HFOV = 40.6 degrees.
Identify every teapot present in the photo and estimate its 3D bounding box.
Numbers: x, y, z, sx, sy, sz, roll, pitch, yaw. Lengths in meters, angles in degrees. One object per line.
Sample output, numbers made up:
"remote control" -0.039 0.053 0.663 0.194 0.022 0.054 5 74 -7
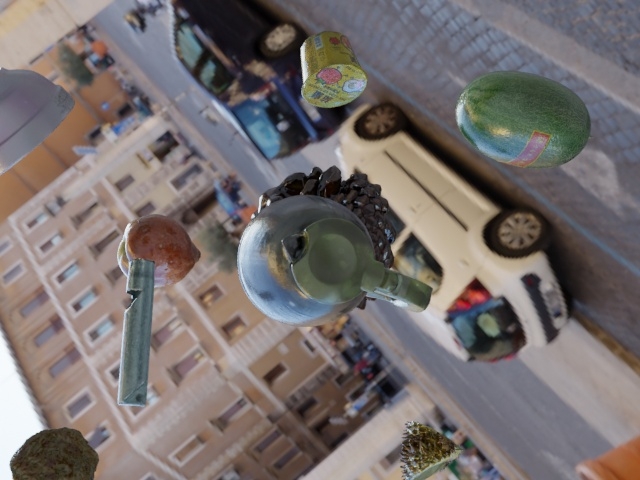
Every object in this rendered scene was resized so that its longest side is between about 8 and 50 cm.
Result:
"teapot" 0.020 0.067 1.511 0.321 0.239 0.239 49 168 -11

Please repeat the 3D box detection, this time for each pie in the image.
"pie" -0.586 0.495 1.910 0.079 0.194 0.163 -42 57 51

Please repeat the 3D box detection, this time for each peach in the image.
"peach" -0.450 0.030 2.437 0.232 0.232 0.232 50 175 6

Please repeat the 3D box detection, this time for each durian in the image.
"durian" 0.241 0.476 1.907 0.139 0.144 0.252 9 152 11

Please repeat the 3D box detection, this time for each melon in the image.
"melon" 0.401 -0.230 1.673 0.288 0.182 0.182 12 -178 -10

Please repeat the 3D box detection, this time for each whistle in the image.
"whistle" -0.388 0.193 1.833 0.062 0.062 0.312 64 -155 -70

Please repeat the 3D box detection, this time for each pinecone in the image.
"pinecone" 0.000 0.000 2.215 0.397 0.398 0.398 50 175 6

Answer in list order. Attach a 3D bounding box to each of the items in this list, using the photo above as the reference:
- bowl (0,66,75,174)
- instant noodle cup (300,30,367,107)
"bowl" -0.649 -0.244 1.734 0.143 0.287 0.287 53 174 -25
"instant noodle cup" 0.026 -0.473 2.352 0.182 0.182 0.144 59 -163 -61
